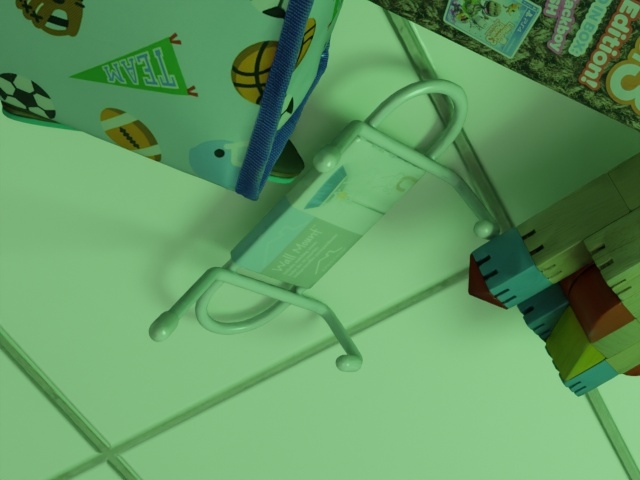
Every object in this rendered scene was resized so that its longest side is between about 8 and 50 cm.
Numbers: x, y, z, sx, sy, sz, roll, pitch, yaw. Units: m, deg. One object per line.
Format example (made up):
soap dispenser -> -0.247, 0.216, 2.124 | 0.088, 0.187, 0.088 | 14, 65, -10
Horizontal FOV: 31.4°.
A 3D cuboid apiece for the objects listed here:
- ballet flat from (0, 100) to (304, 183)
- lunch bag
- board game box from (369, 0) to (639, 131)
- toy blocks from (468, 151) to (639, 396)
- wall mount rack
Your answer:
ballet flat -> -0.136, -0.123, 0.986 | 0.280, 0.095, 0.096 | 12, 112, -18
lunch bag -> -0.115, -0.274, 0.737 | 0.327, 0.239, 0.385 | 19, 134, 2
board game box -> 0.212, -0.204, 0.838 | 0.291, 0.232, 0.141 | 29, 120, 13
toy blocks -> 0.312, 0.046, 1.112 | 0.261, 0.191, 0.381 | -32, 144, 16
wall mount rack -> 0.000, 0.000, 1.025 | 0.350, 0.130, 0.304 | -46, 144, 19
